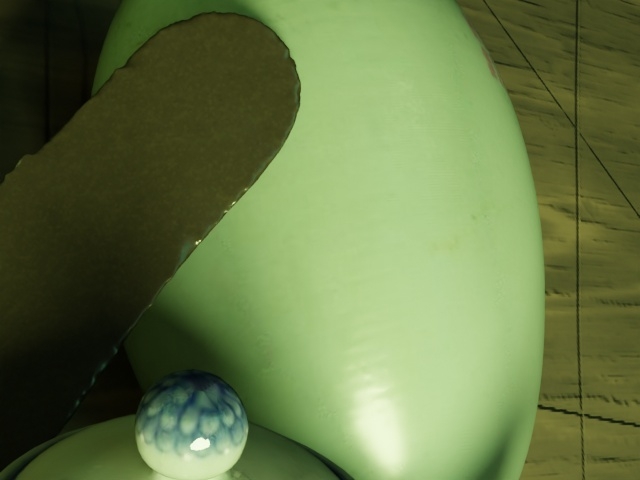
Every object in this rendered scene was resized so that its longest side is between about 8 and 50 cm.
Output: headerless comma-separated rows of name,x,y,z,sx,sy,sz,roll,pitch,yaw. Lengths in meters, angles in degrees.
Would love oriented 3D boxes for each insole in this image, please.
insole,-0.129,0.022,0.696,0.111,0.007,0.328,43,76,4

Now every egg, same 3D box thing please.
egg,0.000,0.000,0.832,0.230,0.230,0.371,5,65,-47

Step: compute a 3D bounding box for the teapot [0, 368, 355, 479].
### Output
teapot,-0.056,0.171,0.621,0.423,0.280,0.252,-3,30,-14
